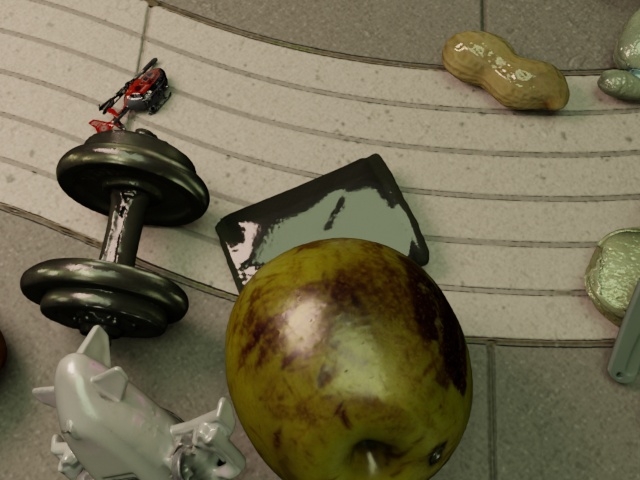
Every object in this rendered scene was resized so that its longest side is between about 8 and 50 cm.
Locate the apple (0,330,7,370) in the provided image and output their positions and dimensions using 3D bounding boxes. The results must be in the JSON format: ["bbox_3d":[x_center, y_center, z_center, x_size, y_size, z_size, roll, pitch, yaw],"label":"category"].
[{"bbox_3d":[-0.450,0.121,0.888,0.158,0.156,0.147,35,70,-17],"label":"apple"}]

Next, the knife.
[{"bbox_3d":[0.381,0.100,0.904,0.044,0.023,0.162,15,114,11],"label":"knife"}]

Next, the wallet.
[{"bbox_3d":[0.000,0.000,0.987,0.245,0.052,0.168,-21,70,-3],"label":"wallet"}]

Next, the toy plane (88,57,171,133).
[{"bbox_3d":[-0.260,-0.199,1.069,0.060,0.037,0.145,33,71,16],"label":"toy plane"}]

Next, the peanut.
[{"bbox_3d":[0.258,-0.234,1.060,0.187,0.082,0.082,31,72,11],"label":"peanut"}]

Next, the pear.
[{"bbox_3d":[0.031,0.135,0.809,0.284,0.283,0.283,0,69,0],"label":"pear"}]

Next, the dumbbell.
[{"bbox_3d":[-0.238,0.000,0.909,0.192,0.192,0.289,7,69,3],"label":"dumbbell"}]

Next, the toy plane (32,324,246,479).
[{"bbox_3d":[-0.199,0.215,0.824,0.252,0.252,0.118,15,38,6],"label":"toy plane"}]

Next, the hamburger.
[{"bbox_3d":[0.402,0.046,0.959,0.133,0.062,0.140,34,75,14],"label":"hamburger"}]

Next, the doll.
[{"bbox_3d":[0.472,-0.276,1.077,0.103,0.071,0.214,35,73,13],"label":"doll"}]
